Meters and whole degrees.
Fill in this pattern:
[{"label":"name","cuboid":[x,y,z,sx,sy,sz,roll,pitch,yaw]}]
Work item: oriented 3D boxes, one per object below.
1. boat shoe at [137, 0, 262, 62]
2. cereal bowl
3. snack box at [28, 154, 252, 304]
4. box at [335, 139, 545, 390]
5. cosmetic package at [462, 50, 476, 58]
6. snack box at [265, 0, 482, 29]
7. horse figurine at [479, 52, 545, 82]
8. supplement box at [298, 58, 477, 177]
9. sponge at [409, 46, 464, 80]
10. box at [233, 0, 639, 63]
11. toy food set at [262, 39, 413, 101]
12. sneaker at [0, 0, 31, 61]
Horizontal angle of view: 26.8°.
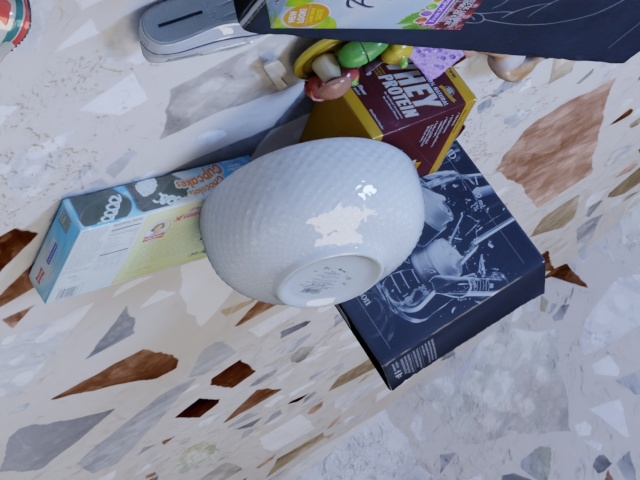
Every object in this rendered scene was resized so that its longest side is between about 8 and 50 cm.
[{"label":"boat shoe","cuboid":[-0.112,-0.269,1.601,0.226,0.083,0.076,-15,167,-16]},{"label":"cereal bowl","cuboid":[0.000,0.000,1.958,0.339,0.141,0.339,-13,152,-7]},{"label":"snack box","cuboid":[-0.250,-0.018,1.962,0.322,0.060,0.187,-17,154,-38]},{"label":"box","cuboid":[0.149,0.011,2.225,0.312,0.343,0.179,-33,159,-4]},{"label":"cosmetic package","cuboid":[0.256,-0.388,1.696,0.296,0.129,0.153,-36,129,13]},{"label":"snack box","cuboid":[0.066,-0.238,1.010,0.174,0.070,0.207,-3,157,-23]},{"label":"horse figurine","cuboid":[0.313,-0.318,2.128,0.174,0.066,0.263,-40,157,0]},{"label":"supplement box","cuboid":[0.097,-0.176,2.028,0.194,0.129,0.191,-22,157,-27]},{"label":"sponge","cuboid":[0.202,-0.330,1.901,0.210,0.031,0.117,-38,127,15]},{"label":"box","cuboid":[0.207,-0.403,1.178,0.471,0.297,0.480,2,156,-31]},{"label":"toy food set","cuboid":[0.039,-0.232,1.838,0.217,0.071,0.128,-22,166,-3]},{"label":"sneaker","cuboid":[-0.367,-0.201,1.399,0.075,0.057,0.161,12,135,-40]}]
